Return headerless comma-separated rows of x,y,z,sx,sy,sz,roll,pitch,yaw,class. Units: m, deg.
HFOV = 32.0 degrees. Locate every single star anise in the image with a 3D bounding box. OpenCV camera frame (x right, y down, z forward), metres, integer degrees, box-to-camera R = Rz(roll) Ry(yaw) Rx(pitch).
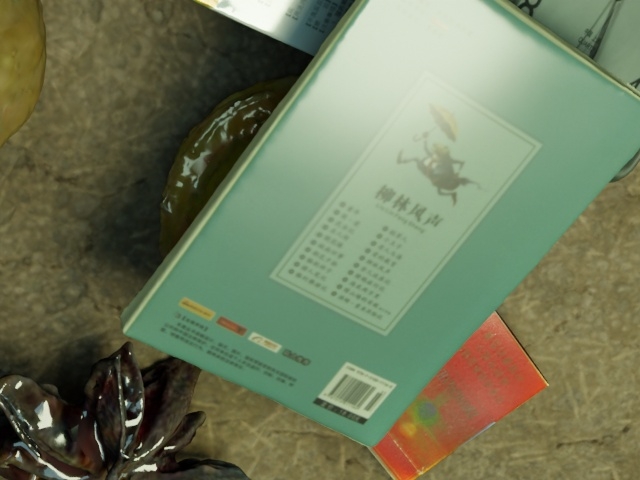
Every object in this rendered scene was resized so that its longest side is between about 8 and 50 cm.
-0.185,0.193,0.999,0.212,0.129,0.283,-38,117,12,star anise

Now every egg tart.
0.000,0.000,0.964,0.288,0.118,0.288,-3,110,-10,egg tart

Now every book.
0.054,-0.016,0.865,0.264,0.031,0.379,29,111,-26,book

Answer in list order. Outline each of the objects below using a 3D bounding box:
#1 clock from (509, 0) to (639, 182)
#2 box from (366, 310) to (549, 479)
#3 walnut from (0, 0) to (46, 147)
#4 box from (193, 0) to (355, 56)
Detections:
0.243,-0.199,0.909,0.273,0.049,0.279,23,104,-45,clock
0.112,0.140,1.052,0.175,0.048,0.112,-35,110,4,box
-0.348,-0.161,0.784,0.296,0.285,0.285,-6,109,-17,walnut
-0.001,-0.252,0.861,0.299,0.106,0.200,22,104,-23,box
